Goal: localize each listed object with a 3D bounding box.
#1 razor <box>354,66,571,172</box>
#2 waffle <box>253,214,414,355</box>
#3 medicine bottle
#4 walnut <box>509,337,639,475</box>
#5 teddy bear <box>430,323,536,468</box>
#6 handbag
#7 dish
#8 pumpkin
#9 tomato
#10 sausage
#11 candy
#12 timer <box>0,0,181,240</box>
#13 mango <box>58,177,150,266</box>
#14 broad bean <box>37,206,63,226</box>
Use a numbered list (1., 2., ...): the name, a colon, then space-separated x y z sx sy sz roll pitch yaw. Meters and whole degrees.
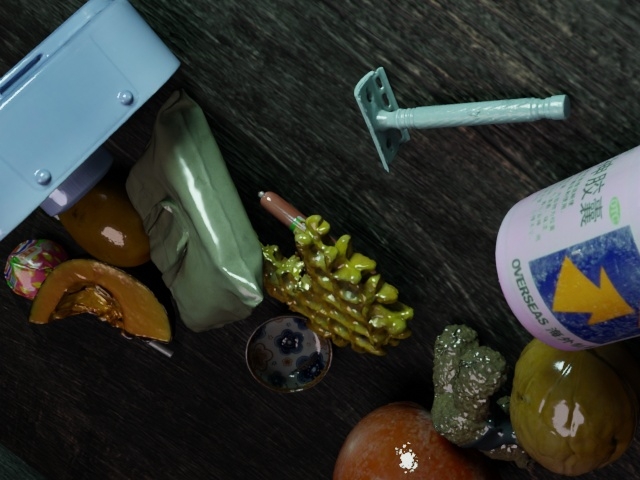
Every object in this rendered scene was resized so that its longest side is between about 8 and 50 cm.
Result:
1. razor: 0.155 -0.137 1.021 0.231 0.068 0.106 0 132 35
2. waffle: 0.004 0.075 1.345 0.260 0.069 0.293 47 158 -16
3. medicine bottle: 0.327 -0.003 0.911 0.178 0.178 0.290 46 146 -12
4. walnut: 0.315 0.198 1.164 0.167 0.167 0.207 18 133 26
5. teddy bear: 0.219 0.236 1.328 0.251 0.129 0.182 55 178 -31
6. handbag: -0.177 -0.022 1.342 0.316 0.109 0.253 65 149 10
7. dish: -0.051 0.171 1.549 0.141 0.078 0.141 -1 111 -2
8. pumpkin: -0.379 0.067 1.665 0.312 0.148 0.169 4 122 19
9. tomato: 0.142 0.388 1.460 0.264 0.265 0.265 24 143 19
10. sausage: 0.000 0.000 1.337 0.223 0.029 0.029 38 146 0
11. candy: -0.441 0.124 1.819 0.365 0.124 0.124 32 146 -3
12. timer: -0.369 -0.128 1.231 0.173 0.395 0.395 46 145 -17
13. mango: -0.346 -0.033 1.532 0.221 0.120 0.152 15 138 40
14. broad bean: -0.435 -0.041 1.662 0.195 0.046 0.061 26 145 17
